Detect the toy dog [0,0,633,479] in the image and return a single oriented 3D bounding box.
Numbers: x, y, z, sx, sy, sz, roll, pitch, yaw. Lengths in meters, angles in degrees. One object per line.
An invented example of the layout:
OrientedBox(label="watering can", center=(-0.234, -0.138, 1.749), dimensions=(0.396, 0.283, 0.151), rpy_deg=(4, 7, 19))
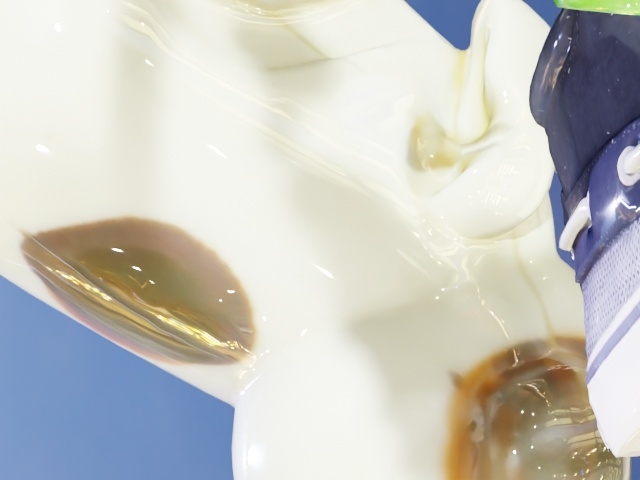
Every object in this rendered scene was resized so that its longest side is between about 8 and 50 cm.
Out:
OrientedBox(label="toy dog", center=(0.000, 0.000, 0.926), dimensions=(0.284, 0.395, 0.408), rpy_deg=(-40, -95, 38))

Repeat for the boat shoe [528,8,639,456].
OrientedBox(label="boat shoe", center=(0.148, -0.059, 0.561), dimensions=(0.340, 0.127, 0.158), rpy_deg=(124, -44, -60))

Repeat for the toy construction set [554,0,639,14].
OrientedBox(label="toy construction set", center=(0.009, -0.173, 0.468), dimensions=(0.309, 0.257, 0.237), rpy_deg=(11, -70, 25))
